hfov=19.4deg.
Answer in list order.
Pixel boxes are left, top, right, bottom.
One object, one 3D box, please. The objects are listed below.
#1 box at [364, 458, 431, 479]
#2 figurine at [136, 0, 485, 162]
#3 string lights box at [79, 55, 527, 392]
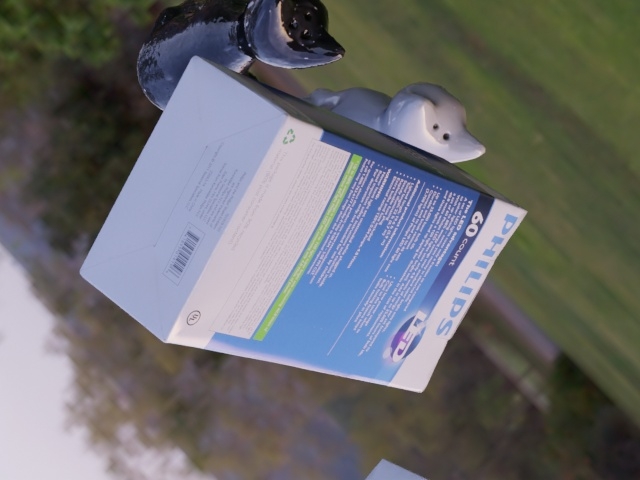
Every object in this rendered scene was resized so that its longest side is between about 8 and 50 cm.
[{"bbox_3d":[0.103,0.269,1.497,0.170,0.091,0.130,42,171,-15],"label":"box"},{"bbox_3d":[-0.002,-0.109,1.366,0.215,0.092,0.209,32,163,-22],"label":"figurine"},{"bbox_3d":[0.000,0.000,1.047,0.077,0.133,0.259,35,-171,33],"label":"string lights box"}]
